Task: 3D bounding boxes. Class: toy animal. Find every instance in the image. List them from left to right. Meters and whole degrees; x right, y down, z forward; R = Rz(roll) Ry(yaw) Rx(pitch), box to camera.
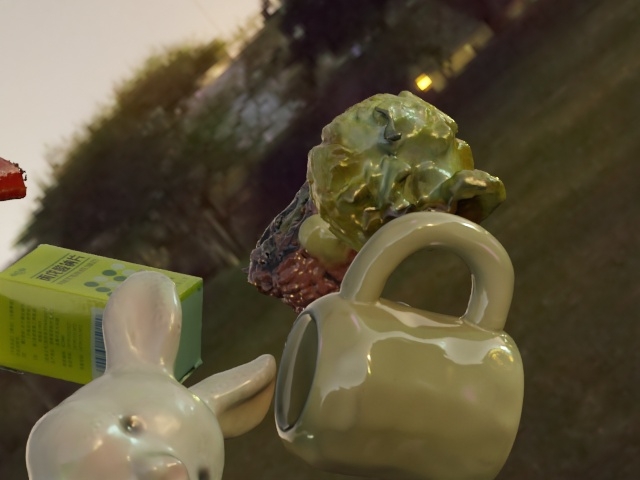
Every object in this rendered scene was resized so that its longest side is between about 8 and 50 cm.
[{"bbox_3d":[-0.191,0.216,1.252,0.367,0.196,0.241,-54,23,-11],"label":"toy animal"}]

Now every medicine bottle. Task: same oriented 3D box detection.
[{"bbox_3d":[-0.289,0.105,1.832,0.137,0.250,0.141,-46,-36,-60],"label":"medicine bottle"}]

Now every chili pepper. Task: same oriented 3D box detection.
[{"bbox_3d":[-0.494,-0.071,2.026,0.169,0.088,0.065,-43,-27,-68],"label":"chili pepper"}]

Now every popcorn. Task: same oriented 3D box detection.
[{"bbox_3d":[0.094,-0.067,1.540,0.198,0.212,0.198,-30,-45,-35],"label":"popcorn"}]

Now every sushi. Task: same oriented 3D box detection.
[{"bbox_3d":[0.000,0.000,2.471,0.270,0.171,0.236,-55,10,-3],"label":"sushi"}]

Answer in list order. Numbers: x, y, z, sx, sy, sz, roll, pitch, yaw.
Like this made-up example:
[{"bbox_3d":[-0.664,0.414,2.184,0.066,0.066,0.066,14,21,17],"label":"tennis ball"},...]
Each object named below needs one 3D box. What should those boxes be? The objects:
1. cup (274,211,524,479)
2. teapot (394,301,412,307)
[{"bbox_3d":[0.085,0.115,1.345,0.173,0.202,0.255,-99,29,-53],"label":"cup"},{"bbox_3d":[0.108,0.099,1.677,0.063,0.049,0.083,-38,-31,12],"label":"teapot"}]
